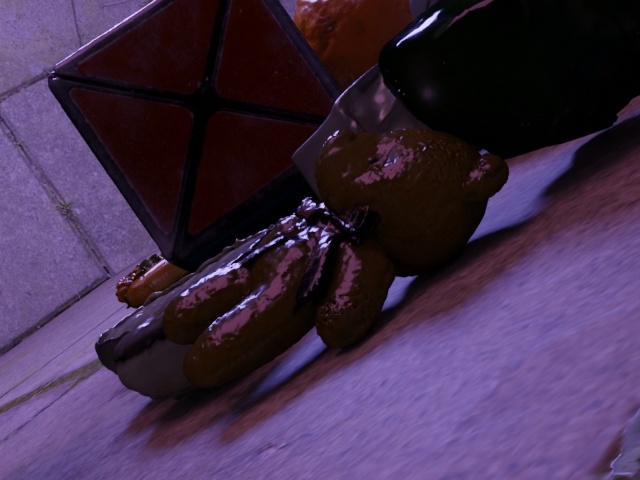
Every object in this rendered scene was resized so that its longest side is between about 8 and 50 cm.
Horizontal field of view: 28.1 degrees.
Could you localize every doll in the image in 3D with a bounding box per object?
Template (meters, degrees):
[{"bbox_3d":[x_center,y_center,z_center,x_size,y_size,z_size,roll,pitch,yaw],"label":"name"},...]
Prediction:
[{"bbox_3d":[0.000,0.000,0.722,0.209,0.097,0.137,-34,22,-8],"label":"doll"}]

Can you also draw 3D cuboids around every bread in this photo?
[{"bbox_3d":[-0.071,0.049,0.887,0.172,0.064,0.232,-36,8,-16],"label":"bread"}]

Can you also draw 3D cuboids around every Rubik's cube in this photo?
[{"bbox_3d":[-0.112,-0.129,1.433,0.259,0.255,0.260,-33,-4,1],"label":"Rubik's cube"}]

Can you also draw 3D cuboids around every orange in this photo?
[{"bbox_3d":[0.094,-0.259,1.569,0.261,0.261,0.261,-33,6,4],"label":"orange"}]

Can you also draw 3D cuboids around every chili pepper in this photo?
[{"bbox_3d":[0.160,-0.113,0.727,0.264,0.116,0.148,-20,9,20],"label":"chili pepper"}]

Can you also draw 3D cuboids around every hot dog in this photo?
[{"bbox_3d":[-0.195,0.029,1.726,0.188,0.055,0.072,-37,6,-23],"label":"hot dog"}]

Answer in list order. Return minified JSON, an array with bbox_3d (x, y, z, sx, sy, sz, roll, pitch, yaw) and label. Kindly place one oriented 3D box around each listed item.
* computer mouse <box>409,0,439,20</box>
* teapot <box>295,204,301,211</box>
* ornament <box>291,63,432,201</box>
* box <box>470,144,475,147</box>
[{"bbox_3d":[0.175,-0.211,1.203,0.184,0.121,0.297,-24,-10,0],"label":"computer mouse"},{"bbox_3d":[-0.006,-0.011,1.096,0.068,0.045,0.100,-33,7,-4],"label":"teapot"},{"bbox_3d":[0.096,-0.116,1.005,0.120,0.130,0.285,-21,-5,-46],"label":"ornament"},{"bbox_3d":[0.164,-0.122,1.134,0.091,0.031,0.126,-32,5,17],"label":"box"}]
